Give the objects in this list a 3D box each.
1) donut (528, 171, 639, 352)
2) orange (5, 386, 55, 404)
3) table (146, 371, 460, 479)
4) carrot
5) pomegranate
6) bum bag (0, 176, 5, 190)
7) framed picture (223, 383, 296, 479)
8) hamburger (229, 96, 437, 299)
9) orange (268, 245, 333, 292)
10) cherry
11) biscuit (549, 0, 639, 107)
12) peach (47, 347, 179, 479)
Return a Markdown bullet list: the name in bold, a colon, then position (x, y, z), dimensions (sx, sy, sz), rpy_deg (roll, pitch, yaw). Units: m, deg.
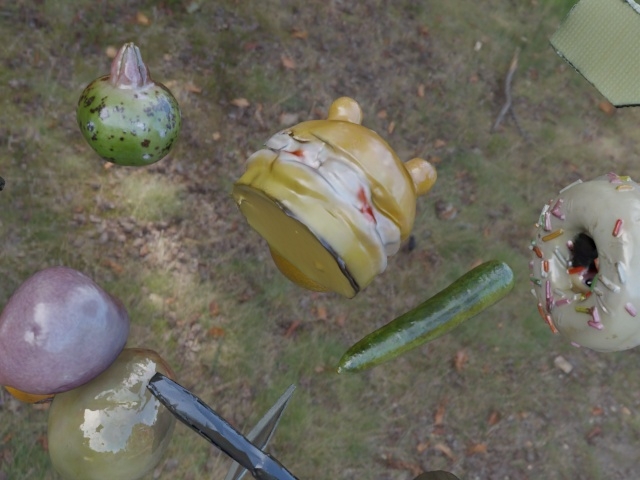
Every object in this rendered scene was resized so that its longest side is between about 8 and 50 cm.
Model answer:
- **donut**: position (0.566, 0.045, 1.713), dimensions (0.143, 0.382, 0.382), rpy_deg (2, 51, -20)
- **orange**: position (-0.579, 0.250, 1.721), dimensions (0.178, 0.177, 0.155), rpy_deg (-20, 48, -33)
- **table**: position (-0.053, 0.276, 0.516), dimensions (0.249, 0.317, 0.317), rpy_deg (34, 43, -23)
- **carrot**: position (0.179, 0.134, 1.388), dimensions (0.359, 0.074, 0.074), rpy_deg (-28, 64, -19)
- **pomegranate**: position (-0.381, -0.273, 1.638), dimensions (0.214, 0.247, 0.214), rpy_deg (4, 32, -2)
- **bum bag**: position (-0.359, -0.092, 0.665), dimensions (0.248, 0.069, 0.102), rpy_deg (33, 22, 17)
- **framed picture**: position (-0.132, 0.413, 1.674), dimensions (0.016, 0.184, 0.250), rpy_deg (29, 23, 11)
- **hamburger**: position (0.024, -0.073, 1.255), dimensions (0.276, 0.276, 0.237), rpy_deg (38, 76, 13)
- **orange**: position (0.000, 0.000, 2.094), dimensions (0.274, 0.274, 0.274), rpy_deg (11, 48, -12)
- **cherry**: position (-0.455, 0.171, 1.452), dimensions (0.206, 0.239, 0.239), rpy_deg (20, 47, 6)
- **biscuit**: position (0.517, -0.320, 1.405), dimensions (0.052, 0.150, 0.252), rpy_deg (-5, 49, -40)
- **peach**: position (-0.401, 0.346, 1.637), dimensions (0.247, 0.292, 0.292), rpy_deg (47, 49, 1)
